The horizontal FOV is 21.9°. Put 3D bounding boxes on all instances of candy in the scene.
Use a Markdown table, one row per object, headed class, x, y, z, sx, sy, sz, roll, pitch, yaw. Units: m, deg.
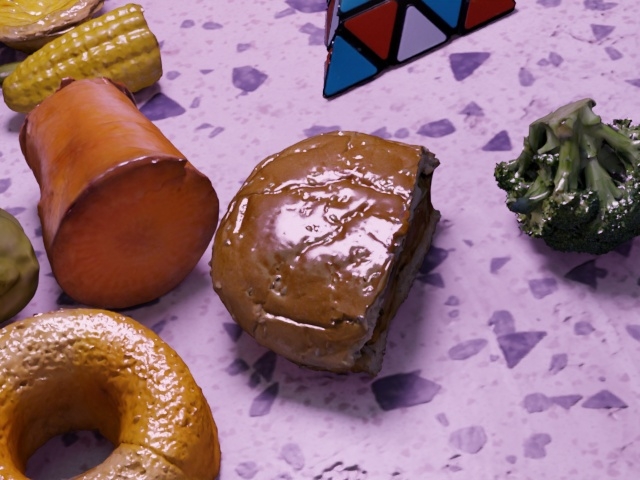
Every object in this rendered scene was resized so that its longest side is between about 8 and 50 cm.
| class | x | y | z | sx | sy | sz | roll | pitch | yaw |
| --- | --- | --- | --- | --- | --- | --- | --- | --- | --- |
| candy | -0.292 | -0.209 | 2.007 | 0.199 | 0.106 | 0.094 | -22 | 26 | -5 |

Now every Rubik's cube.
| class | x | y | z | sx | sy | sz | roll | pitch | yaw |
| --- | --- | --- | --- | --- | --- | --- | --- | --- | --- |
| Rubik's cube | 0.102 | -0.351 | 1.972 | 0.250 | 0.234 | 0.284 | -1 | 44 | 10 |

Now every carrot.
| class | x | y | z | sx | sy | sz | roll | pitch | yaw |
| --- | --- | --- | --- | --- | --- | --- | --- | --- | --- |
| carrot | -0.239 | -0.072 | 1.793 | 0.196 | 0.196 | 0.254 | -24 | 42 | -13 |

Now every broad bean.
| class | x | y | z | sx | sy | sz | roll | pitch | yaw |
| --- | --- | --- | --- | --- | --- | --- | --- | --- | --- |
| broad bean | -0.424 | 0.026 | 1.747 | 0.291 | 0.119 | 0.238 | 3 | 25 | 28 |

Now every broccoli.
| class | x | y | z | sx | sy | sz | roll | pitch | yaw |
| --- | --- | --- | --- | --- | --- | --- | --- | --- | --- |
| broccoli | 0.278 | -0.068 | 1.710 | 0.195 | 0.156 | 0.195 | -28 | 14 | 8 |

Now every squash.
| class | x | y | z | sx | sy | sz | roll | pitch | yaw |
| --- | --- | --- | --- | --- | --- | --- | --- | --- | --- |
| squash | -0.373 | -0.213 | 2.080 | 0.083 | 0.027 | 0.027 | -7 | 44 | 4 |

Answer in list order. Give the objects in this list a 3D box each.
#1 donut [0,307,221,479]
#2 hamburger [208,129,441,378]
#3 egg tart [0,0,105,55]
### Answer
| class | x | y | z | sx | sy | sz | roll | pitch | yaw |
| --- | --- | --- | --- | --- | --- | --- | --- | --- | --- |
| donut | -0.239 | 0.187 | 1.550 | 0.303 | 0.110 | 0.303 | 2 | 52 | -3 |
| hamburger | 0.000 | 0.000 | 1.709 | 0.211 | 0.132 | 0.308 | 9 | 49 | 17 |
| egg tart | -0.360 | -0.299 | 2.131 | 0.191 | 0.074 | 0.191 | -7 | 44 | 7 |
